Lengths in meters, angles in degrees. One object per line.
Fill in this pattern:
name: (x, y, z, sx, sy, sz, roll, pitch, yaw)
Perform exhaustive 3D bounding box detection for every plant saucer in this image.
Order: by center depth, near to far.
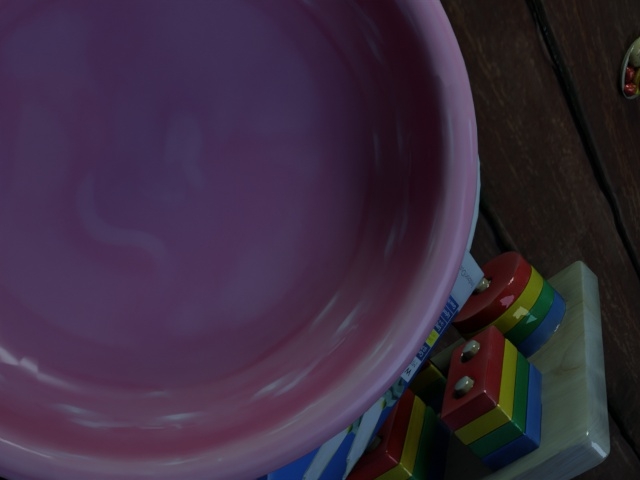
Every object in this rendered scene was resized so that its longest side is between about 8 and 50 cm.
plant saucer: (-0.089, -0.040, 0.428, 0.331, 0.084, 0.333, 0, 92, -7)

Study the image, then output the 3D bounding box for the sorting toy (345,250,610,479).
sorting toy: (0.113, 0.131, 0.722, 0.257, 0.089, 0.255, -41, -169, 30)

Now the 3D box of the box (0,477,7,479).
box: (-0.252, 0.204, 0.553, 0.137, 0.027, 0.094, 24, 92, -50)

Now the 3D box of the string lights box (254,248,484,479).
string lights box: (-0.010, 0.085, 0.545, 0.260, 0.076, 0.133, -55, 141, -8)

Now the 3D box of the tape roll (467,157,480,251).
tape roll: (0.000, 0.000, 0.646, 0.286, 0.100, 0.286, -25, 128, -36)

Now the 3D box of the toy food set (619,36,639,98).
toy food set: (0.389, -0.211, 0.992, 0.082, 0.020, 0.083, -13, 121, -42)
